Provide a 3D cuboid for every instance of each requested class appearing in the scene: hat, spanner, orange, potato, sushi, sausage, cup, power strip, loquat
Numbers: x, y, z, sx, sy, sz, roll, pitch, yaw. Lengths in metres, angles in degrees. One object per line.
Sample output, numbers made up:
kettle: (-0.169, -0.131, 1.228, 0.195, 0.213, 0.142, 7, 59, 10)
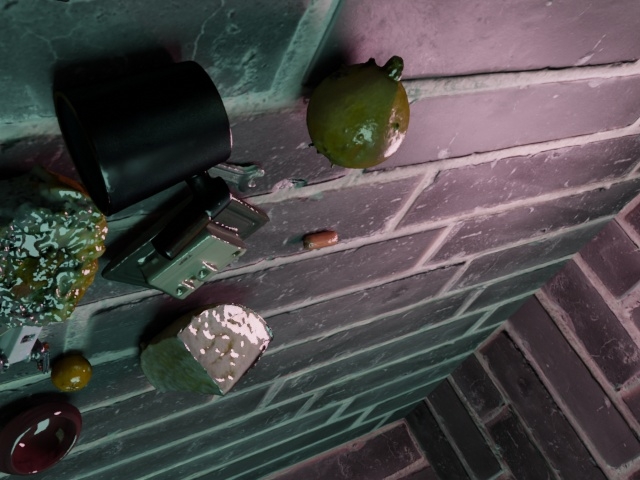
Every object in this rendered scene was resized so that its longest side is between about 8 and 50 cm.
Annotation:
hat: (-0.627, 0.425, 1.625, 0.205, 0.089, 0.205, -32, 140, -32)
spanner: (-0.197, -0.122, 1.180, 0.071, 0.017, 0.302, -43, 152, 25)
orange: (-0.507, 0.272, 1.510, 0.083, 0.070, 0.083, -20, 152, -11)
potato: (-0.279, 0.214, 1.641, 0.264, 0.211, 0.189, -9, -143, 41)
sushi: (-0.411, 0.025, 1.034, 0.184, 0.139, 0.274, -1, 122, -45)
sausage: (0.000, 0.000, 1.609, 0.083, 0.034, 0.034, -13, 150, -32)
cup: (-0.223, -0.111, 0.974, 0.177, 0.166, 0.239, -25, 135, -25)
power strip: (-0.224, 0.023, 1.331, 0.257, 0.092, 0.251, -36, 154, 10)
loquat: (0.065, -0.203, 1.163, 0.172, 0.149, 0.204, 3, 128, -44)

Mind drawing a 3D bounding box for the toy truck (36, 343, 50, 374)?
toy truck: (-0.541, 0.232, 1.444, 0.024, 0.032, 0.083, -19, 154, -34)

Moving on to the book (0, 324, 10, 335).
book: (-0.570, 0.108, 1.105, 0.127, 0.014, 0.181, -33, 129, 4)

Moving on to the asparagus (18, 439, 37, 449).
asparagus: (-0.750, 0.487, 1.645, 0.287, 0.080, 0.080, -10, 149, -28)

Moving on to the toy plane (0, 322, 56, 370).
toy plane: (-0.507, 0.144, 1.233, 0.255, 0.101, 0.251, -46, 162, 31)
